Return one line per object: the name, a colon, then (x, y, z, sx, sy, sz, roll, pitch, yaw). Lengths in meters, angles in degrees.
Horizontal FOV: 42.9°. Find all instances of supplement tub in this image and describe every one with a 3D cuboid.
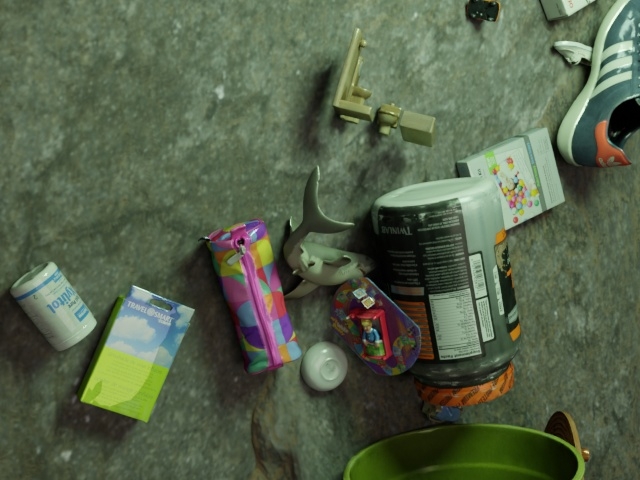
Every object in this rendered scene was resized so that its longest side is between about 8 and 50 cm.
supplement tub: (-0.365, 0.090, 1.114, 0.071, 0.071, 0.107, -39, 110, -18)
supplement tub: (0.208, 0.080, 1.316, 0.207, 0.207, 0.338, -16, 103, -24)

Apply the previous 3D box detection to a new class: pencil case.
pencil case: (-0.101, 0.083, 1.227, 0.104, 0.104, 0.236, -23, 105, -22)

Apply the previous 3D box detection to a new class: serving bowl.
serving bowl: (0.011, 0.208, 1.333, 0.083, 0.027, 0.083, -2, 96, -25)

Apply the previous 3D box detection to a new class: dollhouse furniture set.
dollhouse furniture set: (0.117, -0.235, 1.275, 0.151, 0.144, 0.123, 15, 88, 10)

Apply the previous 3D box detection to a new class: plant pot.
plant pot: (0.238, 0.518, 1.276, 0.366, 0.366, 0.353, -9, 96, -25)

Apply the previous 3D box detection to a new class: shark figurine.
shark figurine: (-0.022, -0.002, 1.241, 0.166, 0.278, 0.116, -22, 64, 6)

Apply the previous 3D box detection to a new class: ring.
ring: (0.416, 0.464, 1.402, 0.032, 0.336, 0.337, 6, 93, 5)

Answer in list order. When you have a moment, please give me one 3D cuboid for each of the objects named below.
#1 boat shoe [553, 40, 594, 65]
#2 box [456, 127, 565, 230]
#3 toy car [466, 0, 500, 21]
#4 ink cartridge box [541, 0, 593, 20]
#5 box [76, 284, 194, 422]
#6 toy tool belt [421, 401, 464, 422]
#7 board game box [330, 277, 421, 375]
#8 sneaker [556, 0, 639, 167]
boat shoe: (0.468, -0.341, 1.496, 0.100, 0.035, 0.035, 6, 90, -33)
box: (0.342, -0.105, 1.457, 0.186, 0.038, 0.145, -23, 105, -21)
toy car: (0.277, -0.433, 1.383, 0.040, 0.060, 0.122, -33, 119, -53)
ink cartridge box: (0.455, -0.471, 1.462, 0.135, 0.056, 0.099, -32, 108, -20)
box: (-0.268, 0.162, 1.183, 0.109, 0.042, 0.178, 25, 84, -27)
toy tool belt: (0.224, 0.299, 1.432, 0.083, 0.051, 0.052, 14, 89, -27)
board game box: (0.075, 0.144, 1.282, 0.168, 0.133, 0.033, 44, 39, 15)
sneaker: (0.565, -0.288, 1.471, 0.131, 0.148, 0.350, 22, 88, -45)
